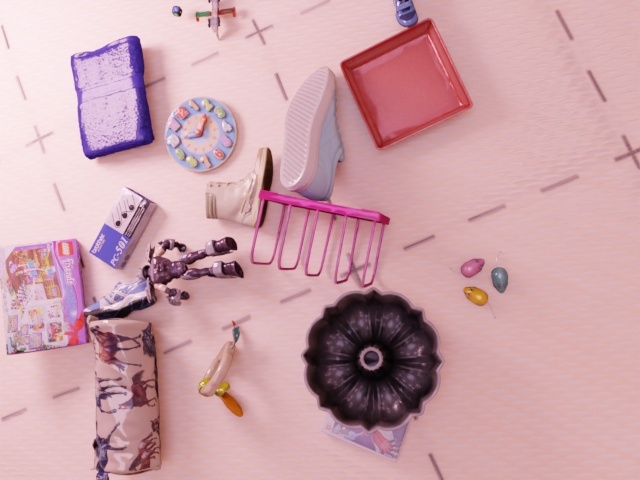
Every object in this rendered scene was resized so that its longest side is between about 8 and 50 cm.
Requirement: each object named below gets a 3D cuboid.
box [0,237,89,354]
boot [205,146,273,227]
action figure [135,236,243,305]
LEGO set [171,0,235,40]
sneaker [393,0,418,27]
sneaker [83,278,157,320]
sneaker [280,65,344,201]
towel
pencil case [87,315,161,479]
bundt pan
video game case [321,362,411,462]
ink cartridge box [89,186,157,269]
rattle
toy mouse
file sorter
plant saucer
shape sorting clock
[{"bbox_3d":[-0.753,0.151,1.624,0.200,0.057,0.294,-7,83,-13],"label":"box"},{"bbox_3d":[-0.215,-0.149,1.565,0.165,0.077,0.213,10,90,14],"label":"boot"},{"bbox_3d":[-0.354,0.074,1.560,0.284,0.099,0.186,-11,80,9],"label":"action figure"},{"bbox_3d":[-0.289,-0.678,1.648,0.244,0.060,0.182,-45,75,-4],"label":"LEGO set"},{"bbox_3d":[0.208,-0.601,1.505,0.053,0.059,0.144,-18,65,9],"label":"sneaker"},{"bbox_3d":[-0.543,0.160,1.616,0.211,0.080,0.081,-19,66,6],"label":"sneaker"},{"bbox_3d":[-0.003,-0.263,1.519,0.135,0.150,0.366,-7,62,43],"label":"sneaker"},{"bbox_3d":[-0.576,-0.395,1.666,0.227,0.076,0.309,-10,84,18],"label":"towel"},{"bbox_3d":[-0.513,0.394,1.540,0.183,0.160,0.411,-4,85,-3],"label":"pencil case"},{"bbox_3d":[0.125,0.283,1.419,0.330,0.124,0.331,-2,76,9],"label":"bundt pan"},{"bbox_3d":[0.122,0.423,1.475,0.201,0.023,0.184,19,90,12],"label":"video game case"},{"bbox_3d":[-0.542,-0.034,1.638,0.097,0.046,0.207,30,92,14],"label":"ink cartridge box"},{"bbox_3d":[-0.215,0.327,1.532,0.142,0.130,0.200,28,65,2],"label":"rattle"},{"bbox_3d":[0.398,0.085,1.440,0.161,0.031,0.143,36,93,12],"label":"toy mouse"},{"bbox_3d":[0.000,0.000,1.446,0.290,0.202,0.182,12,91,12],"label":"file sorter"},{"bbox_3d":[0.214,-0.390,1.509,0.259,0.047,0.259,-24,81,10],"label":"plant saucer"},{"bbox_3d":[-0.327,-0.289,1.617,0.206,0.040,0.206,-1,85,12],"label":"shape sorting clock"}]
